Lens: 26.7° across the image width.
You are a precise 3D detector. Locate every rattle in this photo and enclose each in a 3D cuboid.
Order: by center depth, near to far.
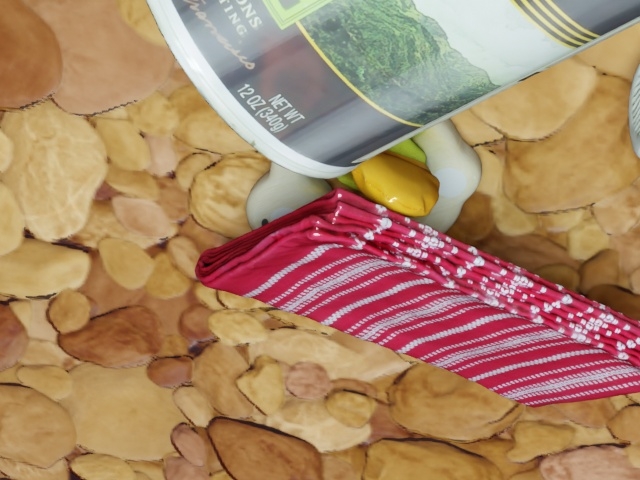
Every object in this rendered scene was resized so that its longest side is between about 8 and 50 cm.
[{"bbox_3d":[0.000,0.000,0.832,0.200,0.142,0.130,-31,128,26],"label":"rattle"}]

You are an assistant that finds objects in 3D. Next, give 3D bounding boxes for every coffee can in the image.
[{"bbox_3d":[0.075,-0.173,0.637,0.275,0.201,0.201,-26,116,30],"label":"coffee can"}]

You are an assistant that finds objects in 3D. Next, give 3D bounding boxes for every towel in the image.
[{"bbox_3d":[0.074,0.048,0.824,0.275,0.031,0.199,23,161,-20],"label":"towel"}]

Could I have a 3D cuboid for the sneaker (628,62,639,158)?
[{"bbox_3d":[0.321,-0.127,0.666,0.148,0.131,0.350,32,134,-18],"label":"sneaker"}]
